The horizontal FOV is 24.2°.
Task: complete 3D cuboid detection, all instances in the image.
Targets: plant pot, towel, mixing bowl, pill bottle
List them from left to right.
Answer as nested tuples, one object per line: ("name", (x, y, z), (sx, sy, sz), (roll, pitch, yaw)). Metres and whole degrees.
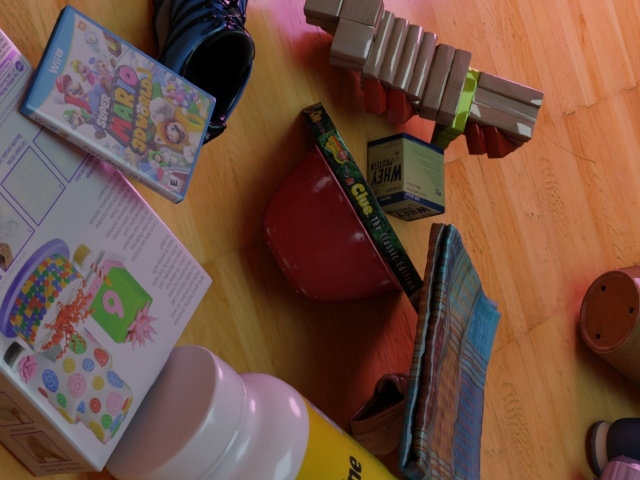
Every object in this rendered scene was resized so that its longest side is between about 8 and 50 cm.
("pill bottle", (-0.046, 0.246, 1.430), (0.334, 0.188, 0.188), (43, 50, -34))
("mixing bowl", (0.000, 0.000, 1.597), (0.181, 0.098, 0.181), (59, 3, -5))
("towel", (0.148, 0.155, 1.654), (0.370, 0.040, 0.271), (52, 45, -69))
("plant pot", (0.497, 0.124, 2.104), (0.254, 0.237, 0.237), (17, 66, -31))

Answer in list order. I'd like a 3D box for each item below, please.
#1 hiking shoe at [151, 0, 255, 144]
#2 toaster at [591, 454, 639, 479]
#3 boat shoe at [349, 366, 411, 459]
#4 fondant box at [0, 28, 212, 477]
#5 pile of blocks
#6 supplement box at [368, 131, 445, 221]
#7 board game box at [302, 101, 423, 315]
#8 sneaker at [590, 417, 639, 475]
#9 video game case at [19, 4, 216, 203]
("hiking shoe", (-0.107, -0.200, 1.523), (0.113, 0.132, 0.304), (40, 52, -37))
("toaster", (0.445, 0.397, 1.963), (0.146, 0.227, 0.129), (-57, 162, -34))
("boat shoe", (0.089, 0.180, 1.705), (0.170, 0.063, 0.059), (-46, 121, -45))
("fondant box", (-0.266, 0.012, 1.307), (0.330, 0.096, 0.238), (51, 46, -26))
("pile of blocks", (0.104, -0.176, 1.778), (0.362, 0.149, 0.112), (27, 71, -30))
("supplement box", (0.104, -0.075, 1.798), (0.083, 0.056, 0.083), (18, 66, -46))
("board game box", (0.059, -0.029, 1.695), (0.259, 0.030, 0.136), (59, 0, -21))
("sneaker", (0.515, 0.325, 2.118), (0.319, 0.131, 0.112), (23, 63, -45))
("video game case", (-0.177, -0.121, 1.337), (0.166, 0.015, 0.119), (31, 55, -25))
